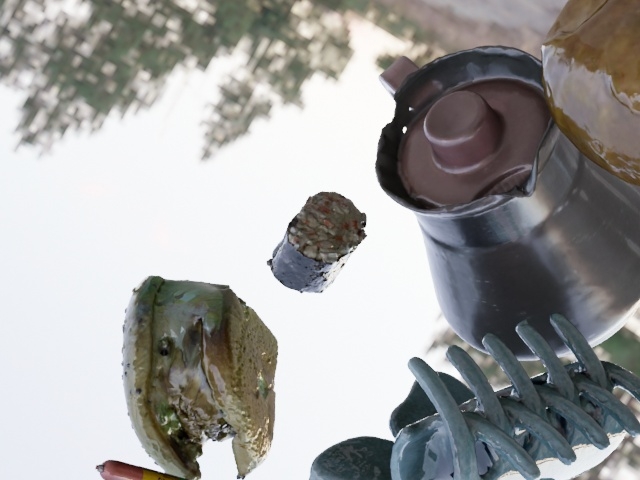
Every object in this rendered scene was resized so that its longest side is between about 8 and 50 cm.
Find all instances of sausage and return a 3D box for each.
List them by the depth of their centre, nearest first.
[{"bbox_3d":[-0.182,0.300,1.879,0.223,0.029,0.029,23,-167,-37],"label":"sausage"}]

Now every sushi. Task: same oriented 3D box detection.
[{"bbox_3d":[0.000,0.000,1.874,0.090,0.078,0.150,32,-145,5],"label":"sushi"}]

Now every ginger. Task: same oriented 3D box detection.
[{"bbox_3d":[0.339,-0.153,1.600,0.223,0.269,0.200,-12,143,38],"label":"ginger"}]

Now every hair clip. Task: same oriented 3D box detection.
[{"bbox_3d":[0.201,0.239,1.725,0.318,0.238,0.392,-11,-129,-42],"label":"hair clip"}]

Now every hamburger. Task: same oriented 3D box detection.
[{"bbox_3d":[-0.162,0.157,1.977,0.288,0.167,0.192,-90,-24,-43],"label":"hamburger"}]

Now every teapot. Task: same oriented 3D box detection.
[{"bbox_3d":[0.219,-0.068,1.897,0.376,0.305,0.362,51,179,45],"label":"teapot"}]
